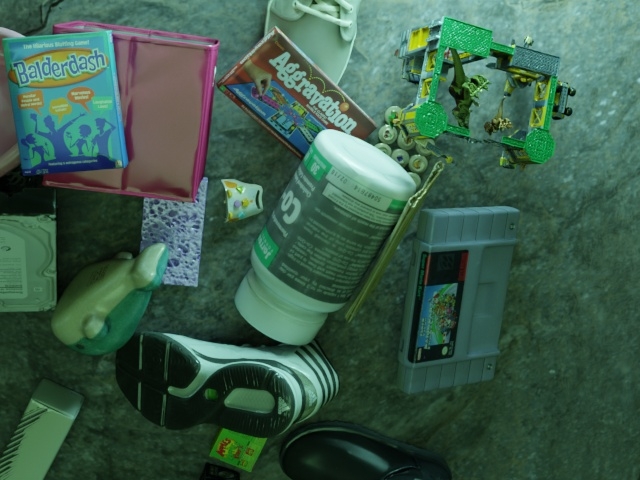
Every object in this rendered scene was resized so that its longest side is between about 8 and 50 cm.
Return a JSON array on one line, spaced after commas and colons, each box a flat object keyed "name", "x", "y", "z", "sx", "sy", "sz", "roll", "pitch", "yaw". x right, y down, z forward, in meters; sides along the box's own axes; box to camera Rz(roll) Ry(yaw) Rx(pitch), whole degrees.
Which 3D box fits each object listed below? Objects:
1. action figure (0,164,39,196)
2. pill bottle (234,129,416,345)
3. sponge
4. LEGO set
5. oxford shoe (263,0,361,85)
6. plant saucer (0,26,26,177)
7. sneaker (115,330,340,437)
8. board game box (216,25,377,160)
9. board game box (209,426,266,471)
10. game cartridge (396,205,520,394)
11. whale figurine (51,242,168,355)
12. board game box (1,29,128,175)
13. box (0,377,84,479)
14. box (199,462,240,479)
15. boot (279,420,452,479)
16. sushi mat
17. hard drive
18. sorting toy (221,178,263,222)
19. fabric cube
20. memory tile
[{"name": "action figure", "x": -0.590, "y": -0.100, "z": 1.659, "sx": 0.164, "sy": 0.141, "sz": 0.276, "roll": 35, "pitch": 103, "yaw": 10}, {"name": "pill bottle", "x": 0.000, "y": 0.000, "z": 1.691, "sx": 0.204, "sy": 0.204, "sz": 0.361, "roll": 27, "pitch": 109, "yaw": -11}, {"name": "sponge", "x": -0.280, "y": -0.020, "z": 1.763, "sx": 0.117, "sy": 0.031, "sz": 0.210, "roll": 6, "pitch": 105, "yaw": -6}, {"name": "LEGO set", "x": 0.260, "y": -0.256, "z": 1.659, "sx": 0.331, "sy": 0.192, "sz": 0.255, "roll": 2, "pitch": 92, "yaw": -21}, {"name": "oxford shoe", "x": 0.008, "y": -0.438, "z": 1.626, "sx": 0.169, "sy": 0.130, "sz": 0.449, "roll": 15, "pitch": 106, "yaw": -13}, {"name": "plant saucer", "x": -0.606, "y": -0.215, "z": 1.583, "sx": 0.332, "sy": 0.084, "sz": 0.332, "roll": -2, "pitch": 62, "yaw": 4}, {"name": "sneaker", "x": -0.163, "y": 0.261, "z": 1.762, "sx": 0.447, "sy": 0.257, "sz": 0.169, "roll": 8, "pitch": 96, "yaw": 34}, {"name": "board game box", "x": -0.037, "y": -0.240, "z": 1.663, "sx": 0.145, "sy": 0.027, "sz": 0.281, "roll": -42, "pitch": 127, "yaw": 13}, {"name": "board game box", "x": -0.144, "y": 0.363, "z": 1.869, "sx": 0.092, "sy": 0.043, "sz": 0.181, "roll": 24, "pitch": 101, "yaw": -10}, {"name": "game cartridge", "x": 0.262, "y": 0.113, "z": 1.779, "sx": 0.230, "sy": 0.068, "sz": 0.355, "roll": -5, "pitch": 108, "yaw": -37}, {"name": "whale figurine", "x": -0.363, "y": 0.110, "z": 1.697, "sx": 0.272, "sy": 0.216, "sz": 0.141, "roll": -30, "pitch": 120, "yaw": 28}, {"name": "board game box", "x": -0.390, "y": -0.211, "z": 1.435, "sx": 0.160, "sy": 0.047, "sz": 0.210, "roll": -5, "pitch": 105, "yaw": -2}, {"name": "box", "x": -0.567, "y": 0.417, "z": 1.816, "sx": 0.094, "sy": 0.113, "sz": 0.275, "roll": 27, "pitch": 100, "yaw": -10}, {"name": "box", "x": -0.225, "y": 0.564, "z": 1.863, "sx": 0.077, "sy": 0.147, "sz": 0.180, "roll": 19, "pitch": 102, "yaw": -9}, {"name": "boot", "x": 0.114, "y": 0.504, "z": 1.718, "sx": 0.367, "sy": 0.445, "sz": 0.146, "roll": 9, "pitch": 104, "yaw": -7}, {"name": "sushi mat", "x": 0.131, "y": 0.005, "z": 1.677, "sx": 0.019, "sy": 0.151, "sz": 0.316, "roll": 33, "pitch": 132, "yaw": 8}, {"name": "hard drive", "x": -0.574, "y": 0.025, "z": 1.608, "sx": 0.236, "sy": 0.064, "sz": 0.339, "roll": 1, "pitch": 150, "yaw": -16}, {"name": "sorting toy", "x": -0.145, "y": -0.075, "z": 1.760, "sx": 0.075, "sy": 0.045, "sz": 0.083, "roll": -9, "pitch": 106, "yaw": -22}, {"name": "fabric cube", "x": -0.314, "y": -0.226, "z": 1.590, "sx": 0.259, "sy": 0.254, "sz": 0.258, "roll": 6, "pitch": 103, "yaw": -6}, {"name": "memory tile", "x": 0.157, "y": -0.172, "z": 1.767, "sx": 0.113, "sy": 0.012, "sz": 0.148, "roll": 17, "pitch": 102, "yaw": -9}]
